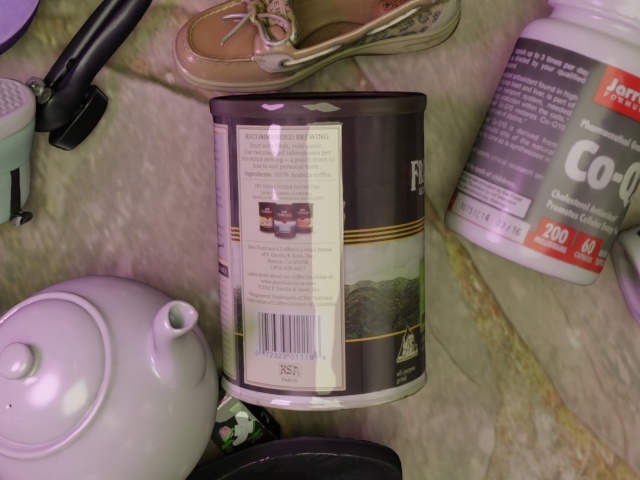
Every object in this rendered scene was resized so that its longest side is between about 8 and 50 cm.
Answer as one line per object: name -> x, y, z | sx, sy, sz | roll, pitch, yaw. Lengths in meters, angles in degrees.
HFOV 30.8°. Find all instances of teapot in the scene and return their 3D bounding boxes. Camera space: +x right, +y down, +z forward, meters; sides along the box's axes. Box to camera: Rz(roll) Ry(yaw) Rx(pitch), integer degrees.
teapot -> -0.235, 0.136, 1.075 | 0.253, 0.187, 0.256 | 28, 85, 32

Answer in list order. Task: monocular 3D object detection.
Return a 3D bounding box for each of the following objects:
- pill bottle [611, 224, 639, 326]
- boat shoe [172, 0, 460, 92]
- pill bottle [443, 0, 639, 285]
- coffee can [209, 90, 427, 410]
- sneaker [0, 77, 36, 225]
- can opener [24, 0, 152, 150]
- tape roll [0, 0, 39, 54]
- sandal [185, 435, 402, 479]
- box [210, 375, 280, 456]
pill bottle -> 0.411, 0.013, 1.166 | 0.209, 0.119, 0.119 | -20, 99, 1
boat shoe -> -0.004, -0.218, 1.107 | 0.285, 0.089, 0.104 | -16, 70, -6
pill bottle -> 0.243, -0.114, 1.115 | 0.161, 0.161, 0.283 | 21, 98, -6
coffee can -> 0.000, 0.000, 1.101 | 0.202, 0.201, 0.275 | -1, 100, -3
sneaker -> -0.368, -0.035, 1.069 | 0.256, 0.151, 0.094 | -31, 56, -34
can opener -> -0.229, -0.180, 1.141 | 0.059, 0.073, 0.186 | 33, 94, 31
tape roll -> -0.352, -0.256, 1.080 | 0.189, 0.080, 0.188 | 0, 91, -17
sandal -> -0.125, 0.311, 1.162 | 0.446, 0.107, 0.167 | -16, 136, 5
box -> -0.087, 0.185, 1.195 | 0.052, 0.062, 0.083 | -40, 99, 5
